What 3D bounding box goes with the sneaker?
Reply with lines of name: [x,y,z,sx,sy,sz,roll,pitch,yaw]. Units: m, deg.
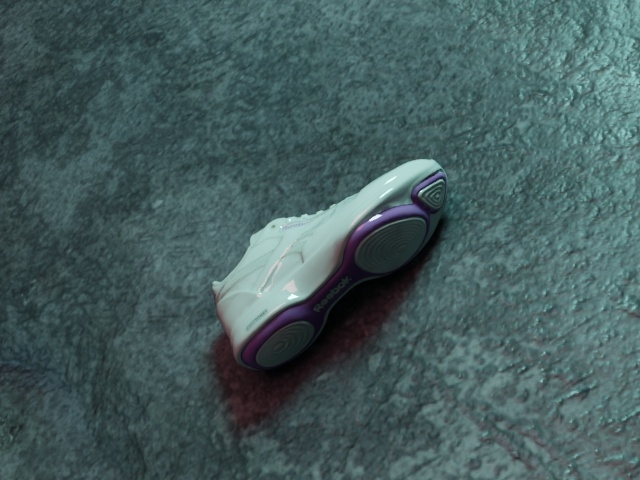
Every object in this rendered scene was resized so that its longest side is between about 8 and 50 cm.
sneaker: [0.000,0.000,1.284,0.305,0.114,0.152,-40,49,5]
